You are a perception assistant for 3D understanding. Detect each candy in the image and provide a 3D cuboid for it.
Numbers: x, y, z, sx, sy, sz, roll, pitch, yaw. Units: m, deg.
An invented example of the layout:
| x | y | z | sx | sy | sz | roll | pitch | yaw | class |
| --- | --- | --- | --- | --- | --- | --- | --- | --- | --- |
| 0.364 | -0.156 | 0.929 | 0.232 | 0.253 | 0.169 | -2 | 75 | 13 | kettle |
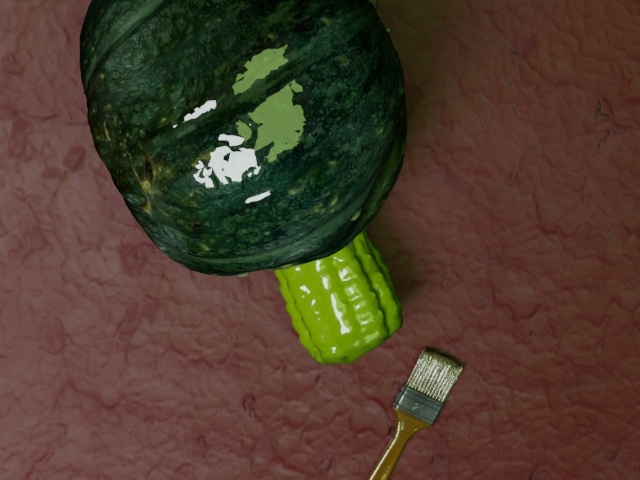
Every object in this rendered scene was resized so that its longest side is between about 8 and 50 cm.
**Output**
| x | y | z | sx | sy | sz | roll | pitch | yaw | class |
| --- | --- | --- | --- | --- | --- | --- | --- | --- | --- |
| 0.000 | 0.000 | 1.569 | 0.096 | 0.097 | 0.209 | -21 | 94 | -3 | candy |

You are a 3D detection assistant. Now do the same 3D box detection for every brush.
| x | y | z | sx | sy | sz | roll | pitch | yaw | class |
| --- | --- | --- | --- | --- | --- | --- | --- | --- | --- |
| 0.072 | 0.177 | 1.648 | 0.043 | 0.014 | 0.170 | 26 | 97 | -13 | brush |

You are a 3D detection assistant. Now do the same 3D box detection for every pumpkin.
| x | y | z | sx | sy | sz | roll | pitch | yaw | class |
| --- | --- | --- | --- | --- | --- | --- | --- | --- | --- |
| -0.068 | -0.124 | 1.447 | 0.263 | 0.197 | 0.293 | -25 | 81 | 3 | pumpkin |
